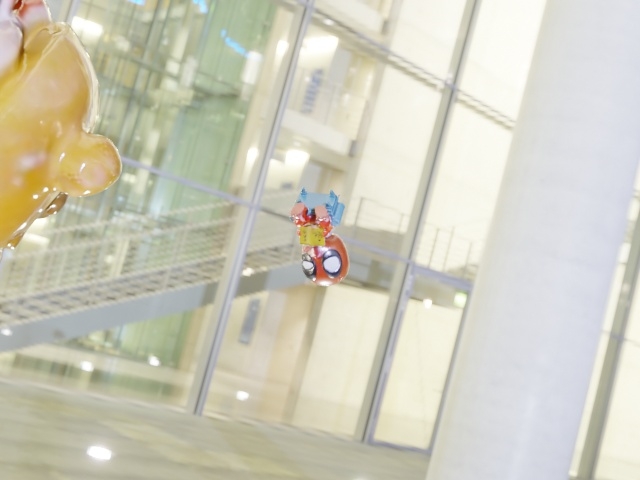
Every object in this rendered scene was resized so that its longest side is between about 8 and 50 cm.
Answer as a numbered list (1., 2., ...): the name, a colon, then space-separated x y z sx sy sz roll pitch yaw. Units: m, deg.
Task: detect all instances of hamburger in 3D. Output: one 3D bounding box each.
1. hamburger: -0.301 -0.095 0.786 0.237 0.276 0.276 39 -15 -23

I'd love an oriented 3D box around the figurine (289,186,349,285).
1. figurine: 0.000 0.000 1.220 0.068 0.075 0.140 1 -49 14
